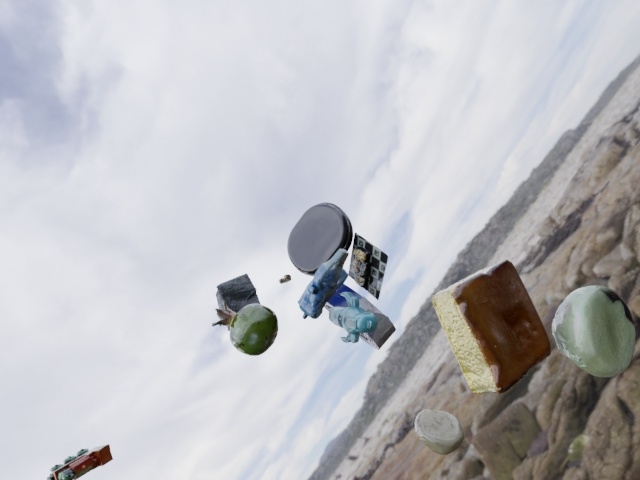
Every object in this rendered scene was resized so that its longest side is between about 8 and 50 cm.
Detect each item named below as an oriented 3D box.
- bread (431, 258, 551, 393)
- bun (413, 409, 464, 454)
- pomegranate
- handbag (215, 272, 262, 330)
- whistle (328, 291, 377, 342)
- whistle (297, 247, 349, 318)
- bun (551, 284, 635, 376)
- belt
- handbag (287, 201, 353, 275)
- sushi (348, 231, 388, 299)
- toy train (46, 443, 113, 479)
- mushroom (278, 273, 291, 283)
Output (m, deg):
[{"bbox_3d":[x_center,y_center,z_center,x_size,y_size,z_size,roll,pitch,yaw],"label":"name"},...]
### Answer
[{"bbox_3d":[0.526,0.257,1.451,0.323,0.333,0.143,-20,-6,-39],"label":"bread"},{"bbox_3d":[0.420,0.694,1.716,0.166,0.173,0.114,-11,-60,-24],"label":"bun"},{"bbox_3d":[-0.254,0.287,1.614,0.181,0.224,0.182,26,-90,-88],"label":"pomegranate"},{"bbox_3d":[-0.336,0.265,2.005,0.175,0.271,0.089,-13,-30,-24],"label":"handbag"},{"bbox_3d":[0.107,0.285,1.727,0.093,0.274,0.186,0,-89,-28],"label":"whistle"},{"bbox_3d":[0.012,0.145,1.563,0.269,0.093,0.180,-58,-28,10],"label":"whistle"},{"bbox_3d":[0.826,0.278,1.477,0.283,0.283,0.179,-43,12,-26],"label":"bun"},{"bbox_3d":[0.144,0.297,1.959,0.117,0.347,0.212,-45,-34,-14],"label":"belt"},{"bbox_3d":[0.001,0.000,1.904,0.308,0.254,0.093,-52,-27,15],"label":"handbag"},{"bbox_3d":[0.160,0.106,1.831,0.050,0.192,0.215,-18,-50,-33],"label":"sushi"},{"bbox_3d":[-0.770,0.719,1.523,0.118,0.074,0.176,-20,-3,26],"label":"toy train"},{"bbox_3d":[-0.143,0.159,1.930,0.049,0.019,0.101,-8,-18,-18],"label":"mushroom"}]
